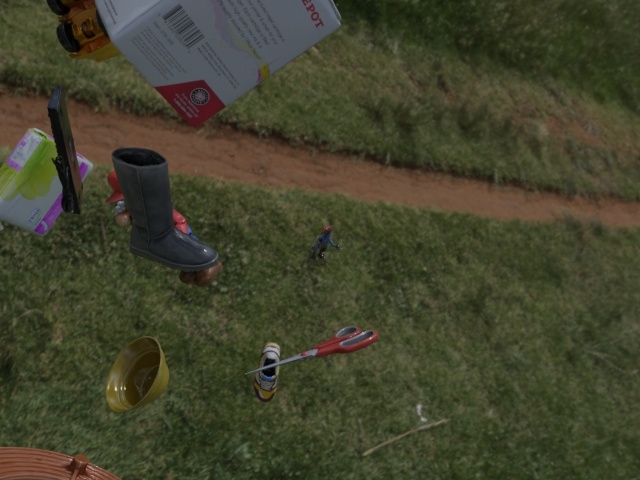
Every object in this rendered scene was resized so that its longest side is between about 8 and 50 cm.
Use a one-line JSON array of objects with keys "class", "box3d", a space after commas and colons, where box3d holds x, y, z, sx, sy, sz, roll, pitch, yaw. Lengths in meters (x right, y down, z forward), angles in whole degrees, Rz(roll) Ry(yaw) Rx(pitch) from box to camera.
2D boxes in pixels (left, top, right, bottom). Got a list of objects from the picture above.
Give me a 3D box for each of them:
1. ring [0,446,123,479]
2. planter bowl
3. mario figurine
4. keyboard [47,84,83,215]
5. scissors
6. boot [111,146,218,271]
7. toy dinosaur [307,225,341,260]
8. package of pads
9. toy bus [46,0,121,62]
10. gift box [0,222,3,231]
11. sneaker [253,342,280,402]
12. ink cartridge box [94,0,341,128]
[{"class": "ring", "box3d": [-0.310, 0.344, 0.737, 0.337, 0.032, 0.336, 28, 6, -3]}, {"class": "planter bowl", "box3d": [-0.484, 0.381, 1.728, 0.090, 0.217, 0.217, 39, 35, -42]}, {"class": "mario figurine", "box3d": [-0.376, -0.018, 1.412, 0.320, 0.198, 0.170, 55, 27, -22]}, {"class": "keyboard", "box3d": [-0.622, -0.192, 1.525, 0.033, 0.317, 0.201, -5, 43, -11]}, {"class": "scissors", "box3d": [-0.013, 0.245, 1.360, 0.297, 0.109, 0.021, -18, 108, -26]}, {"class": "boot", "box3d": [-0.270, -0.054, 1.106, 0.190, 0.208, 0.076, 11, 32, 4]}, {"class": "toy dinosaur", "box3d": [0.000, 0.000, 1.217, 0.047, 0.082, 0.090, 2, 28, -30]}, {"class": "package of pads", "box3d": [-0.887, -0.178, 1.958, 0.101, 0.296, 0.229, 30, -5, 27]}, {"class": "toy bus", "box3d": [-0.589, -0.587, 1.660, 0.211, 0.149, 0.220, -29, 101, -76]}, {"class": "gift box", "box3d": [-0.635, -0.106, 0.914, 0.255, 0.258, 0.276, -36, 53, -27]}, {"class": "sneaker", "box3d": [-0.150, 0.379, 1.733, 0.070, 0.185, 0.084, 6, 19, -2]}, {"class": "ink cartridge box", "box3d": [-0.153, -0.356, 0.981, 0.131, 0.306, 0.226, 58, 4, 36]}]
